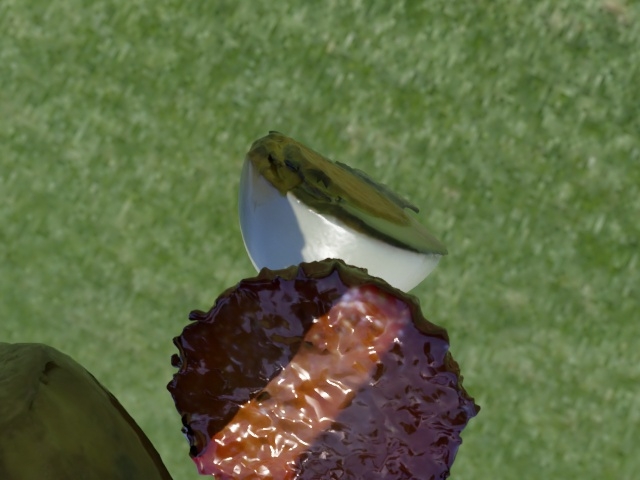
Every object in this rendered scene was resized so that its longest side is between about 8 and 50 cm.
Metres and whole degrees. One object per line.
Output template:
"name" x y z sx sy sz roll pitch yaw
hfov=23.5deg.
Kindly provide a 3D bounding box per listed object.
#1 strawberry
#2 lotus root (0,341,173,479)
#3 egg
"strawberry" 0.013 0.100 1.162 0.234 0.234 0.178 26 -156 -1
"lotus root" -0.229 0.200 0.913 0.316 0.316 0.250 -10 100 66
"egg" 0.004 0.002 1.819 0.264 0.174 0.286 31 -173 -4
